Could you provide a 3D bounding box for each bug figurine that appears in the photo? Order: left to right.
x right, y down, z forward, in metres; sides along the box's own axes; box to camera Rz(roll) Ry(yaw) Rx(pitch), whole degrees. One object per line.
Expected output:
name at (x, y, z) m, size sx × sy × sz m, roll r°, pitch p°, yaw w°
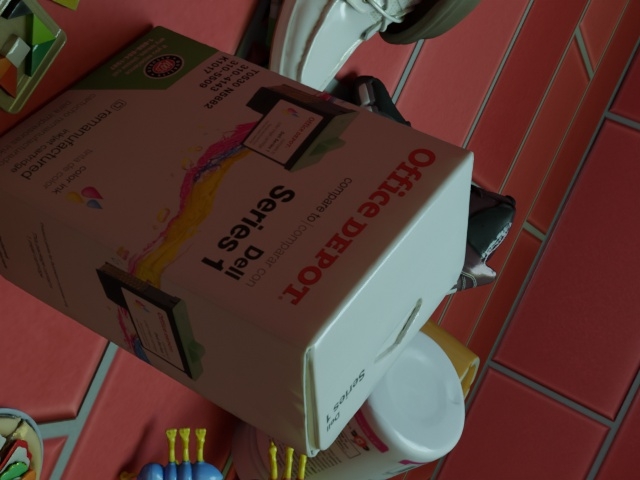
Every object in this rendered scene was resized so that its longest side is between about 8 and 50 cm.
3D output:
bug figurine at (-0.105, 0.315, 1.041) m, size 0.279 × 0.216 × 0.072 m, roll 91°, pitch -5°, yaw -46°

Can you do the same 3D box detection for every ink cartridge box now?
ink cartridge box at (-0.063, -0.015, 0.629) m, size 0.201 × 0.278 × 0.117 m, roll -47°, pitch 151°, yaw -35°

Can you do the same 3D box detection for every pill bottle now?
pill bottle at (0.023, 0.222, 1.111) m, size 0.283 × 0.160 × 0.160 m, roll -35°, pitch -178°, yaw 42°

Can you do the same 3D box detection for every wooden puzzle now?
wooden puzzle at (-0.193, -0.122, 0.577) m, size 0.116 × 0.014 × 0.078 m, roll -62°, pitch 158°, yaw -4°

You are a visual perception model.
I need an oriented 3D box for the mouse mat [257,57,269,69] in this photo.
mouse mat at (-0.091, -0.083, 0.867) m, size 0.190 × 0.007 × 0.152 m, roll -39°, pitch 147°, yaw -45°

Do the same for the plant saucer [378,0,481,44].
plant saucer at (0.142, -0.310, 0.882) m, size 0.278 × 0.041 × 0.278 m, roll -54°, pitch -158°, yaw 33°

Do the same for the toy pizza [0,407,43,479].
toy pizza at (-0.289, 0.226, 0.723) m, size 0.201 × 0.032 × 0.201 m, roll -49°, pitch 154°, yaw -34°

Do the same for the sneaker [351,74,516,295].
sneaker at (0.127, -0.063, 1.021) m, size 0.106 × 0.163 × 0.281 m, roll 96°, pitch -15°, yaw -68°

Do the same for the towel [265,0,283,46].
towel at (-0.012, -0.263, 0.837) m, size 0.113 × 0.023 × 0.152 m, roll -38°, pitch 149°, yaw -45°

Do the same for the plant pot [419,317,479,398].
plant pot at (0.145, 0.203, 1.480) m, size 0.205 × 0.188 × 0.205 m, roll -49°, pitch 154°, yaw -34°

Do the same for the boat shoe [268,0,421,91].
boat shoe at (0.049, -0.239, 0.831) m, size 0.277 × 0.096 × 0.098 m, roll -62°, pitch 160°, yaw -3°
